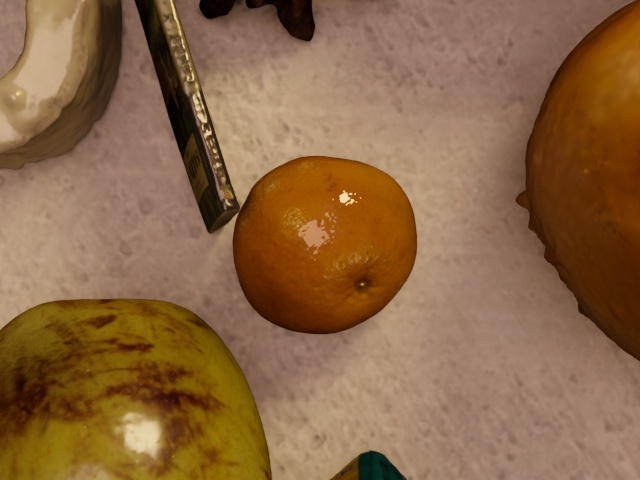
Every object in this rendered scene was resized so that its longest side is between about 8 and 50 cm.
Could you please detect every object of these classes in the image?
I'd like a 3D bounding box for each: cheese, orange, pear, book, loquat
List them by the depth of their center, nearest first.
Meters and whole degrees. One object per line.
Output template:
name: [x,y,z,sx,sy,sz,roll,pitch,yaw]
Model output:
loquat: [0.318,-0.046,0.771,0.329,0.328,0.328,0,88,-1]
pear: [-0.167,0.174,0.777,0.284,0.283,0.283,0,88,-1]
book: [-0.113,-0.123,0.846,0.024,0.160,0.228,-17,88,-11]
cheese: [-0.321,-0.216,0.851,0.293,0.153,0.332,-14,86,-1]
orange: [0.000,0.000,0.854,0.159,0.159,0.136,-38,49,-2]

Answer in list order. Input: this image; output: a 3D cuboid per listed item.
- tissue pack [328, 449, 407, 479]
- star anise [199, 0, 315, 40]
tissue pack: [0.051,0.290,0.777,0.134,0.271,0.192,-40,87,2]
star anise: [-0.046,-0.256,0.822,0.272,0.272,0.102,4,48,-1]
